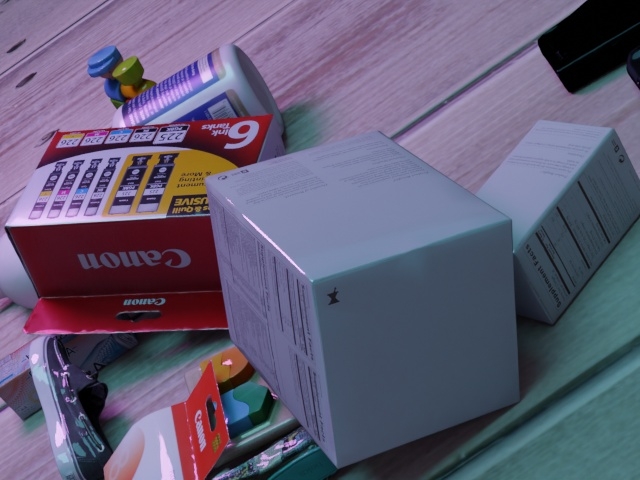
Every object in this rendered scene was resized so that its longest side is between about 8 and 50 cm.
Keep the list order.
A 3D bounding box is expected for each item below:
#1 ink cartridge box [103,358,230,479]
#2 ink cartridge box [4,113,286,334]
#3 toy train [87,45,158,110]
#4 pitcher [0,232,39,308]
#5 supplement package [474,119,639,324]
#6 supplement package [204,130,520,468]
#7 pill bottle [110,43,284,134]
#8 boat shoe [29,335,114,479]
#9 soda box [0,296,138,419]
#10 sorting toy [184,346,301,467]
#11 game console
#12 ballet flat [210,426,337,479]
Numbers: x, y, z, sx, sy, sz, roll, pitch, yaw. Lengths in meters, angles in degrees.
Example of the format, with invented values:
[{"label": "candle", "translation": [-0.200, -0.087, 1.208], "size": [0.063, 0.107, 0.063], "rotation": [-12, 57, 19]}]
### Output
[{"label": "ink cartridge box", "translation": [-0.163, 0.224, 1.370], "size": [0.179, 0.045, 0.145], "rotation": [-58, 25, 21]}, {"label": "ink cartridge box", "translation": [-0.214, -0.020, 1.655], "size": [0.309, 0.130, 0.272], "rotation": [-4, 40, 15]}, {"label": "toy train", "translation": [-0.262, -0.222, 2.040], "size": [0.105, 0.143, 0.248], "rotation": [-45, 32, -15]}, {"label": "pitcher", "translation": [-0.385, 0.021, 1.871], "size": [0.178, 0.125, 0.207], "rotation": [-34, 16, -28]}, {"label": "supplement package", "translation": [0.227, -0.022, 1.337], "size": [0.179, 0.105, 0.105], "rotation": [-48, 35, -20]}, {"label": "supplement package", "translation": [0.037, 0.045, 1.276], "size": [0.199, 0.198, 0.262], "rotation": [-17, 28, -19]}, {"label": "pill bottle", "translation": [-0.198, -0.152, 1.874], "size": [0.264, 0.153, 0.153], "rotation": [-28, 32, 10]}, {"label": "boat shoe", "translation": [-0.283, 0.190, 1.552], "size": [0.076, 0.080, 0.228], "rotation": [-25, 42, -2]}, {"label": "soda box", "translation": [-0.324, 0.146, 1.679], "size": [0.183, 0.063, 0.058], "rotation": [-33, 33, 4]}, {"label": "sorting toy", "translation": [-0.047, 0.140, 1.405], "size": [0.193, 0.038, 0.208], "rotation": [-27, 25, -2]}, {"label": "game console", "translation": [0.381, -0.210, 1.509], "size": [0.213, 0.044, 0.361], "rotation": [-30, 31, 11]}, {"label": "ballet flat", "translation": [-0.064, 0.240, 1.307], "size": [0.188, 0.070, 0.070], "rotation": [-26, 31, -2]}]
